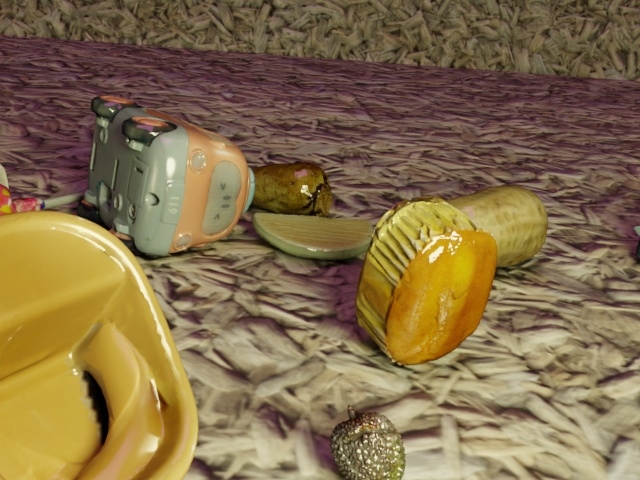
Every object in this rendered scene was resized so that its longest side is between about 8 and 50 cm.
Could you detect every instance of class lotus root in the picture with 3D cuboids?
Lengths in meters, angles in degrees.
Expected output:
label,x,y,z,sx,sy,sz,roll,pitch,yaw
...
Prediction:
label,x,y,z,sx,sy,sz,roll,pitch,yaw
lotus root,-0.072,-0.088,1.315,0.191,0.094,0.108,9,-13,22

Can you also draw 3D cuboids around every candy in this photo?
label,x,y,z,sx,sy,sz,roll,pitch,yaw
candy,-0.428,-0.052,1.158,0.124,0.124,0.365,12,15,16

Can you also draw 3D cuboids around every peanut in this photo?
label,x,y,z,sx,sy,sz,roll,pitch,yaw
peanut,0.224,-0.009,1.144,0.253,0.122,0.137,-15,-10,-38

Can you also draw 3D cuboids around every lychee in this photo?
label,x,y,z,sx,sy,sz,roll,pitch,yaw
lychee,0.043,0.182,0.692,0.067,0.068,0.083,6,47,-36

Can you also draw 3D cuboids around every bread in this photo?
label,x,y,z,sx,sy,sz,roll,pitch,yaw
bread,-0.003,0.002,1.178,0.193,0.036,0.112,2,27,-15
bread,0.118,0.051,0.878,0.132,0.190,0.114,-10,35,-27

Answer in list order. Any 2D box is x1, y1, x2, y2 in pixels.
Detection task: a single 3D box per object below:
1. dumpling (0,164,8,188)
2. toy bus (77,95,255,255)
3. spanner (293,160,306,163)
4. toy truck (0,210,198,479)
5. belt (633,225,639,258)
label,x,y,z,sx,sy,sz,roll,pitch,yaw
dumpling,-0.590,-0.092,1.158,0.250,0.162,0.132,14,-15,-7
toy bus,-0.227,-0.093,1.188,0.232,0.194,0.288,4,18,-38
spanner,-0.055,-0.119,1.493,0.046,0.012,0.208,8,22,4
toy truck,-0.249,0.103,0.599,0.212,0.288,0.204,-34,-5,37
belt,0.588,0.004,1.172,0.122,0.128,0.218,-12,29,-37
